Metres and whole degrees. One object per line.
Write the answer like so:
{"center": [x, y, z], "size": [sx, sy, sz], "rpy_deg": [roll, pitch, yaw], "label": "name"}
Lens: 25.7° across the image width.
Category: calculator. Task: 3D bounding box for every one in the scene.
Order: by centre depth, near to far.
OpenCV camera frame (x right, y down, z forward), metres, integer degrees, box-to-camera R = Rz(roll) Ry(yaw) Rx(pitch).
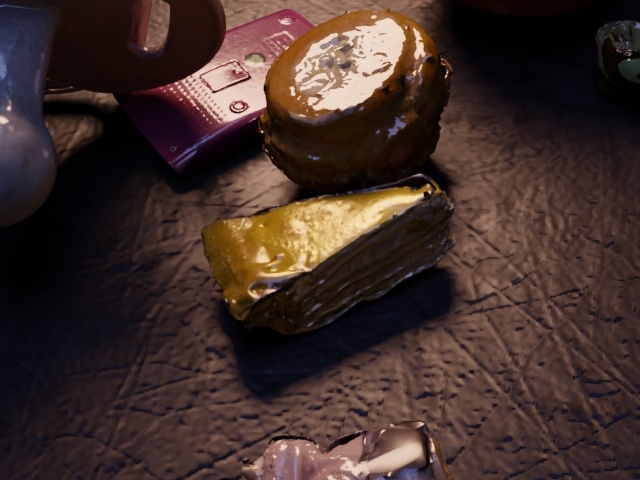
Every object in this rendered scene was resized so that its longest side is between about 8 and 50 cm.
{"center": [-0.072, -0.135, 1.203], "size": [0.190, 0.034, 0.126], "rpy_deg": [-28, 51, -18], "label": "calculator"}

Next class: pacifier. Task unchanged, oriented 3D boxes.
{"center": [-0.239, -0.159, 1.072], "size": [0.332, 0.220, 0.273], "rpy_deg": [6, 32, -9], "label": "pacifier"}

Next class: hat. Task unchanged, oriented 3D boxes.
{"center": [0.267, -0.146, 1.155], "size": [0.077, 0.059, 0.076], "rpy_deg": [-8, 33, -7], "label": "hat"}

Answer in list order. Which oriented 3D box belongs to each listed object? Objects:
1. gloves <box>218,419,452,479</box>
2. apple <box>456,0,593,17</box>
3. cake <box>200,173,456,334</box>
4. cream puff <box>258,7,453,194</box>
{"center": [0.014, 0.167, 0.895], "size": [0.144, 0.094, 0.110], "rpy_deg": [-8, 37, 25], "label": "gloves"}
{"center": [0.168, -0.300, 1.192], "size": [0.201, 0.218, 0.218], "rpy_deg": [15, 53, 22], "label": "apple"}
{"center": [0.002, 0.003, 1.064], "size": [0.185, 0.080, 0.116], "rpy_deg": [-38, 42, -11], "label": "cake"}
{"center": [0.030, -0.102, 1.108], "size": [0.165, 0.115, 0.150], "rpy_deg": [-32, 46, -8], "label": "cream puff"}
